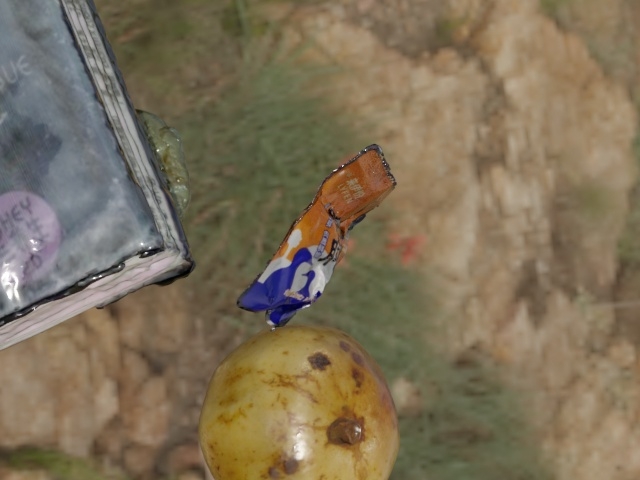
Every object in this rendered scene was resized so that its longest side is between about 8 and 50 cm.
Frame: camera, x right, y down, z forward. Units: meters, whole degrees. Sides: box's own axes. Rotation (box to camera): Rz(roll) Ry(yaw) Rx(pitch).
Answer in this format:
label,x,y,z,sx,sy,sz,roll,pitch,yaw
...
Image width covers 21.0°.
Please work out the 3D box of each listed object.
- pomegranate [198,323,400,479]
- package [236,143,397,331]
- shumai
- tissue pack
label,x,y,z,sx,sy,sz,roll,pitch,yaw
pomegranate,-0.024,0.196,1.821,0.215,0.215,0.215,16,71,-54
package,-0.001,-0.001,0.918,0.110,0.033,0.077,-53,143,-5
shumai,-0.156,-0.042,1.448,0.087,0.099,0.123,80,-2,-66
tissue pack,-0.277,-0.094,1.297,0.122,0.259,0.361,26,41,-75
